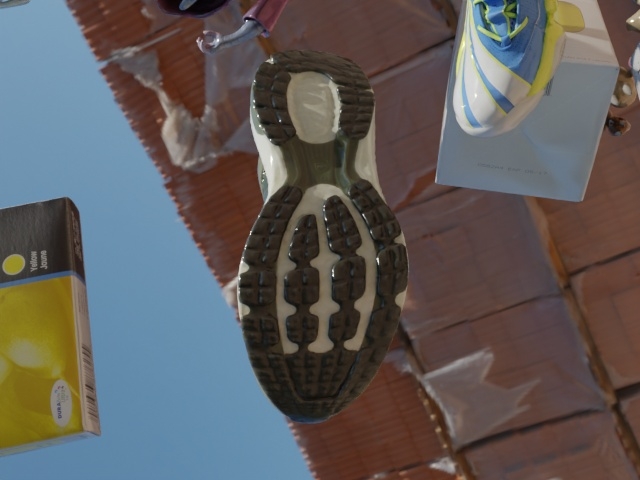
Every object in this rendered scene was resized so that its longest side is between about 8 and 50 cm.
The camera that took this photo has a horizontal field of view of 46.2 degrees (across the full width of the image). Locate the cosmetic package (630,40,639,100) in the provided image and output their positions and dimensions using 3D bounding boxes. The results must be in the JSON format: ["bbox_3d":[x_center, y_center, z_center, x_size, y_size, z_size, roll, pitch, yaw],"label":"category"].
[{"bbox_3d":[0.408,-0.045,0.730,0.284,0.098,0.376,5,-108,-76],"label":"cosmetic package"}]

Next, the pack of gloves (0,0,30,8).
[{"bbox_3d":[-0.435,-0.312,0.966,0.046,0.232,0.195,47,152,-12],"label":"pack of gloves"}]

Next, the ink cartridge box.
[{"bbox_3d":[-0.433,0.115,0.896,0.072,0.308,0.303,91,167,-67],"label":"ink cartridge box"}]

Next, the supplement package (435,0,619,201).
[{"bbox_3d":[0.280,-0.215,1.058,0.262,0.200,0.198,-71,-13,-53],"label":"supplement package"}]

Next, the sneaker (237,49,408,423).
[{"bbox_3d":[0.000,0.000,0.784,0.182,0.158,0.410,93,178,-58],"label":"sneaker"}]

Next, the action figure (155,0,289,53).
[{"bbox_3d":[-0.107,-0.415,1.038,0.370,0.276,0.247,-25,-80,-55],"label":"action figure"}]

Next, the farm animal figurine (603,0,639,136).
[{"bbox_3d":[0.485,-0.321,1.275,0.327,0.330,0.172,20,-150,-14],"label":"farm animal figurine"}]

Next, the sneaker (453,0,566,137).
[{"bbox_3d":[0.134,-0.206,0.579,0.126,0.091,0.240,25,-100,-39],"label":"sneaker"}]
